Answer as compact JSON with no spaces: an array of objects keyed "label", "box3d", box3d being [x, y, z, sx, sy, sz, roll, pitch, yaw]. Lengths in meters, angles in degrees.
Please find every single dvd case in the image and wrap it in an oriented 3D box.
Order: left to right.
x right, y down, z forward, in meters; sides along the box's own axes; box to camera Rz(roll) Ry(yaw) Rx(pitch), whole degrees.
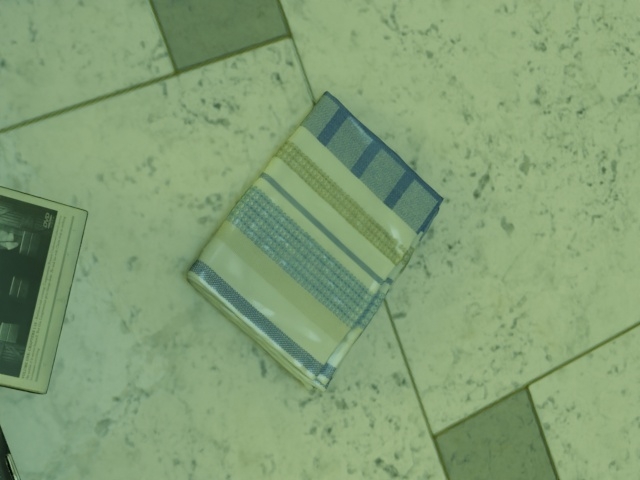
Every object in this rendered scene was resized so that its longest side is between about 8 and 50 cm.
[{"label":"dvd case","box3d":[-0.342,0.027,1.062,0.239,0.029,0.179,17,77,-27]}]

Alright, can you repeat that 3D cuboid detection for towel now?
[{"label":"towel","box3d":[0.000,0.000,1.336,0.209,0.034,0.285,42,68,-17]}]

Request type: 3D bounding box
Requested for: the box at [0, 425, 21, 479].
[{"label":"box","box3d":[-0.475,0.231,1.041,0.395,0.097,0.318,-23,95,-28]}]
